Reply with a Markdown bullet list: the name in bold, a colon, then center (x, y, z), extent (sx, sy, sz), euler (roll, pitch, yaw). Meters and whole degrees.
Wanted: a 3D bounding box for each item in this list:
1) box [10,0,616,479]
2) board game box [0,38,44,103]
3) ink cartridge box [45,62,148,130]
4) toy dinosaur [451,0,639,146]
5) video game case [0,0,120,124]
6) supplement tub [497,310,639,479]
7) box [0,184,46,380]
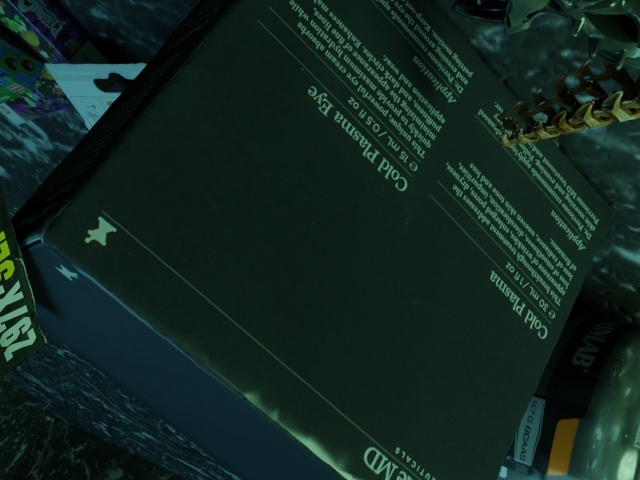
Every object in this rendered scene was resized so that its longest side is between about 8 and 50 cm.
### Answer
- **box**: center (0.000, 0.000, 0.614), extent (0.343, 0.312, 0.179), euler (44, 151, -20)
- **board game box**: center (-0.410, -0.204, 0.853), extent (0.211, 0.039, 0.160), euler (30, 159, -36)
- **ink cartridge box**: center (-0.149, -0.107, 0.869), extent (0.181, 0.056, 0.225), euler (7, 141, 31)
- **toy dinosaur**: center (0.189, -0.123, 0.393), extent (0.218, 0.164, 0.322), euler (20, 129, -20)
- **video game case**: center (-0.349, -0.223, 0.908), extent (0.232, 0.042, 0.210), euler (-2, 139, 48)
- **supplement tub**: center (0.189, 0.160, 0.799), extent (0.338, 0.207, 0.207), euler (12, 147, 33)
- **box**: center (-0.291, -0.084, 0.444), extent (0.322, 0.079, 0.257), euler (38, 146, 18)
